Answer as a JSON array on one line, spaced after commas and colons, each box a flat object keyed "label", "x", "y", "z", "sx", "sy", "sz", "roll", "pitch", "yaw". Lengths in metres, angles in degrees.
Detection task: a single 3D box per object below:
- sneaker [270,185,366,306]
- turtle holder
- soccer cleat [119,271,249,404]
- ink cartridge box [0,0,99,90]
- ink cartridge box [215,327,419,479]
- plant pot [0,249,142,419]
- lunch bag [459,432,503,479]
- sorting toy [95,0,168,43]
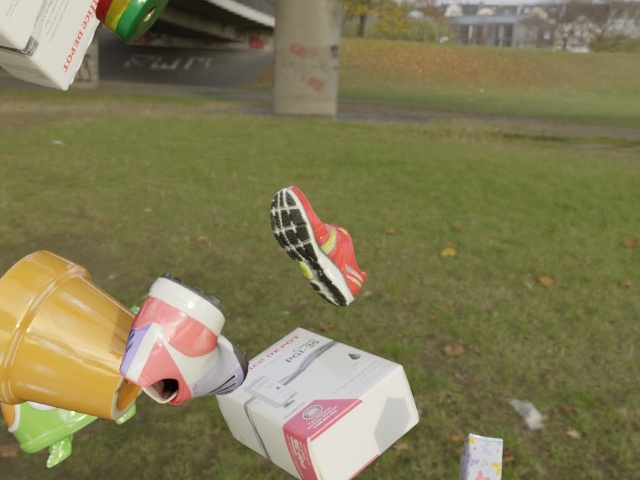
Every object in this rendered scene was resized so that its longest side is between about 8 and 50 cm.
[{"label": "sneaker", "x": 0.000, "y": 0.000, "z": 1.427, "sx": 0.107, "sy": 0.279, "sz": 0.118, "roll": -1, "pitch": 37, "yaw": 47}, {"label": "turtle holder", "x": -0.477, "y": 0.270, "z": 1.433, "sx": 0.320, "sy": 0.227, "sz": 0.243, "roll": -30, "pitch": 4, "yaw": 0}, {"label": "soccer cleat", "x": -0.161, "y": 0.146, "z": 0.855, "sx": 0.108, "sy": 0.116, "sz": 0.318, "roll": 27, "pitch": -21, "yaw": 11}, {"label": "ink cartridge box", "x": -0.393, "y": -0.330, "z": 0.930, "sx": 0.100, "sy": 0.172, "sz": 0.237, "roll": 15, "pitch": -13, "yaw": 16}, {"label": "ink cartridge box", "x": -0.015, "y": 0.269, "z": 1.193, "sx": 0.207, "sy": 0.117, "sz": 0.283, "roll": -32, "pitch": 25, "yaw": -30}, {"label": "plant pot", "x": -0.325, "y": 0.142, "z": 0.961, "sx": 0.188, "sy": 0.205, "sz": 0.205, "roll": 22, "pitch": 16, "yaw": 7}, {"label": "lunch bag", "x": 0.195, "y": 0.286, "z": 0.884, "sx": 0.053, "sy": 0.083, "sz": 0.071, "roll": 10, "pitch": 53, "yaw": 5}, {"label": "sorting toy", "x": -0.064, "y": -0.209, "z": 0.350, "sx": 0.046, "sy": 0.274, "sz": 0.132, "roll": 39, "pitch": 28, "yaw": -7}]
